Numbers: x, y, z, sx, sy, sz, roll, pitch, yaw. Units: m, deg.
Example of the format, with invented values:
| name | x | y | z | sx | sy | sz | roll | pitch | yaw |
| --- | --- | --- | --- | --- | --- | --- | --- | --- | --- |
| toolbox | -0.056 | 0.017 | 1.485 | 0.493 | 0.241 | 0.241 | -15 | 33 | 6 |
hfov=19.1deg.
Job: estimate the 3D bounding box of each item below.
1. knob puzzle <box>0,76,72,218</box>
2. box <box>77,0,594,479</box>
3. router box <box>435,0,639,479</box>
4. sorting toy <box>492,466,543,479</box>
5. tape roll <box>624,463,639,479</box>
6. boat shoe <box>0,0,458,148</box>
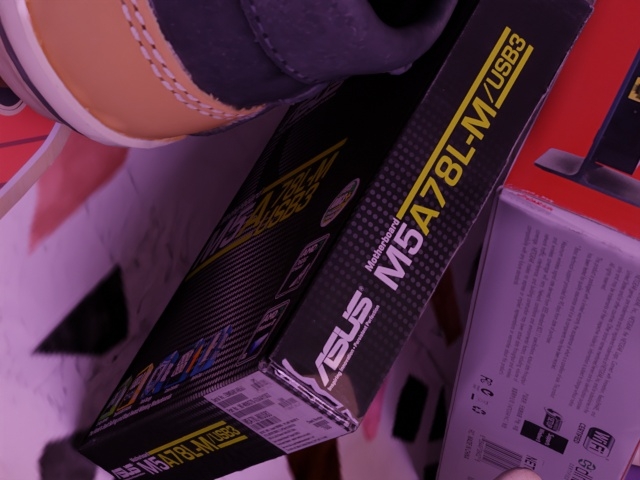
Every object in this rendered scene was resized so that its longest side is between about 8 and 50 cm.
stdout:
| name | x | y | z | sx | sy | sz | roll | pitch | yaw |
| --- | --- | --- | --- | --- | --- | --- | --- | --- | --- |
| knob puzzle | -0.129 | -0.084 | 0.639 | 0.213 | 0.030 | 0.213 | -12 | 105 | -50 |
| box | 0.000 | 0.000 | 0.696 | 0.045 | 0.191 | 0.184 | 35 | 65 | -14 |
| router box | 0.156 | -0.046 | 0.838 | 0.301 | 0.082 | 0.335 | -61 | 168 | -24 |
| sorting toy | 0.068 | 0.223 | 0.737 | 0.193 | 0.038 | 0.208 | -38 | 96 | -8 |
| tape roll | 0.183 | 0.222 | 1.048 | 0.189 | 0.080 | 0.189 | -14 | 108 | -50 |
| boat shoe | 0.042 | -0.242 | 0.713 | 0.187 | 0.156 | 0.500 | 54 | 50 | -41 |
